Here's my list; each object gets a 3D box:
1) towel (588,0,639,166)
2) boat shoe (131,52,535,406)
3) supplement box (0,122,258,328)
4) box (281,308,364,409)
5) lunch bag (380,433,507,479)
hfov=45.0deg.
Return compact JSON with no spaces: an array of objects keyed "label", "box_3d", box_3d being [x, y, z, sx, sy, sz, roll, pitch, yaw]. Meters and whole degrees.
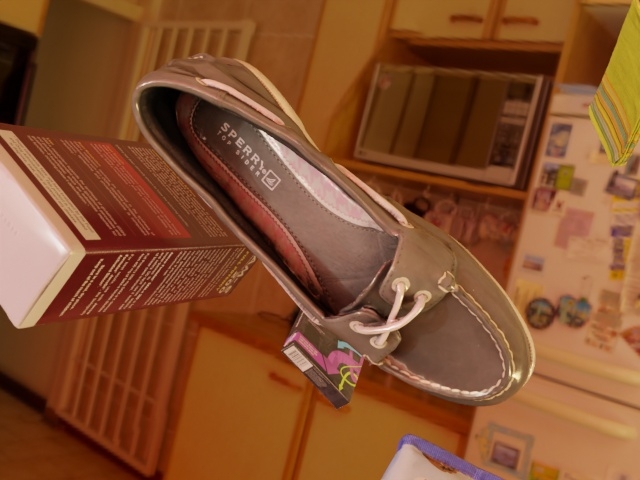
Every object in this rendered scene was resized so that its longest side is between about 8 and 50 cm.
[{"label":"towel","box_3d":[0.380,-0.189,0.963,0.021,0.102,0.237,-17,-24,-1]},{"label":"boat shoe","box_3d":[0.000,0.000,0.531,0.335,0.112,0.095,44,26,9]},{"label":"supplement box","box_3d":[-0.156,-0.015,0.592,0.130,0.073,0.239,47,20,19]},{"label":"box","box_3d":[0.013,0.139,1.075,0.116,0.029,0.162,47,30,-14]},{"label":"lunch bag","box_3d":[0.096,0.480,0.878,0.239,0.385,0.328,26,41,8]}]
